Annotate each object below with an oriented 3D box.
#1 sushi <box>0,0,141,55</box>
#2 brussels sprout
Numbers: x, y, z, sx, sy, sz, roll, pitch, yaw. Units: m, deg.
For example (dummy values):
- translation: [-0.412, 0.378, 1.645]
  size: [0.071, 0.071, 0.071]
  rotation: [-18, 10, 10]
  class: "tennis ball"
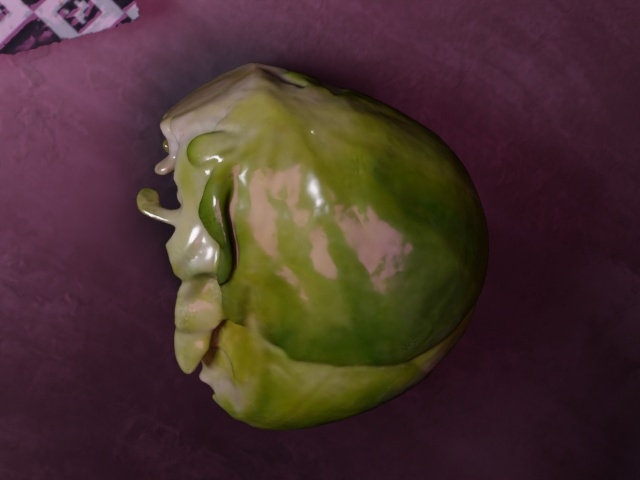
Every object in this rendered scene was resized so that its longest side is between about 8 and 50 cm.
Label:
- translation: [-0.335, -0.287, 0.990]
  size: [0.292, 0.059, 0.294]
  rotation: [-19, 120, -10]
  class: "sushi"
- translation: [0.000, 0.000, 1.147]
  size: [0.314, 0.276, 0.371]
  rotation: [-21, 115, 5]
  class: "brussels sprout"
